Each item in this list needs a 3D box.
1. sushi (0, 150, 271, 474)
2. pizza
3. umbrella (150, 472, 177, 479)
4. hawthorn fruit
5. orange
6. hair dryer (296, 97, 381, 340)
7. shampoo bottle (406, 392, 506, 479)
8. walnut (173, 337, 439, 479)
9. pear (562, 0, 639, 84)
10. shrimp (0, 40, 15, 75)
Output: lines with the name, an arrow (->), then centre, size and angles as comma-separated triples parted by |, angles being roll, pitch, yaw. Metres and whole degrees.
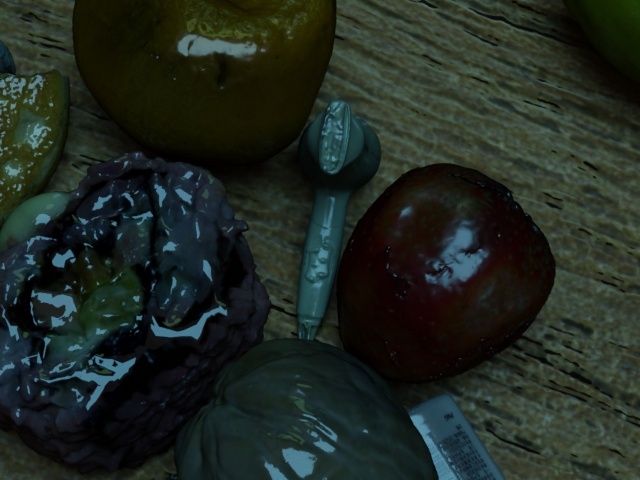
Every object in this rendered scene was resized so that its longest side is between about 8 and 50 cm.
sushi -> -0.182, 0.056, 1.455 | 0.270, 0.171, 0.236 | -37, 77, -15
pizza -> -0.312, -0.061, 1.540 | 0.127, 0.058, 0.246 | 39, 79, -17
umbrella -> -0.105, 0.201, 1.488 | 0.083, 0.020, 0.031 | -17, 110, -14
hawthorn fruit -> 0.093, 0.051, 1.507 | 0.181, 0.181, 0.235 | 38, 93, 8
orange -> -0.108, -0.171, 1.557 | 0.249, 0.183, 0.249 | 7, 48, -8
hair dryer -> 0.000, 0.000, 1.518 | 0.075, 0.206, 0.237 | 10, 91, 3
shampoo bottle -> 0.134, 0.244, 1.482 | 0.086, 0.056, 0.227 | -30, 74, -15
walnut -> -0.007, 0.191, 1.400 | 0.224, 0.224, 0.224 | 3, 67, -7
pear -> 0.356, -0.233, 1.634 | 0.269, 0.212, 0.212 | 21, 66, -5
shrimp -> -0.384, -0.174, 1.556 | 0.233, 0.090, 0.079 | 12, 60, -27
